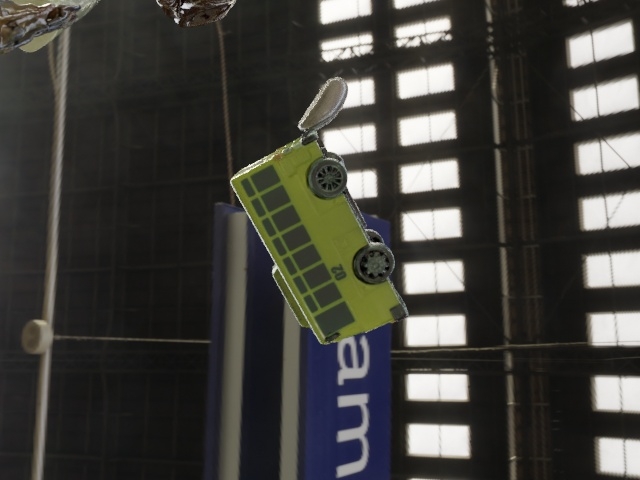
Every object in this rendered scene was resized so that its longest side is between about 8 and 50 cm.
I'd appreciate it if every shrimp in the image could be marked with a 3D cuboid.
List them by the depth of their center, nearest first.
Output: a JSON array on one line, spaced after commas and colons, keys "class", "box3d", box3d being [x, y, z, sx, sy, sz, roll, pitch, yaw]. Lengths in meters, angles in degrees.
[{"class": "shrimp", "box3d": [-0.344, -0.184, 0.651, 0.117, 0.262, 0.066, -13, -71, 35]}]

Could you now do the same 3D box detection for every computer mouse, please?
[{"class": "computer mouse", "box3d": [0.008, -0.193, 1.021, 0.039, 0.066, 0.096, 34, -90, -12]}]

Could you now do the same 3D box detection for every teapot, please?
[{"class": "teapot", "box3d": [-0.340, -0.313, 0.866, 0.077, 0.107, 0.200, -38, -158, 22]}]

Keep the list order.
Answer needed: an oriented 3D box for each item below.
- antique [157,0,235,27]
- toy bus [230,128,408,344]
[{"class": "antique", "box3d": [-0.211, -0.460, 1.263, 0.144, 0.257, 0.121, -8, -81, -2]}, {"class": "toy bus", "box3d": [0.000, 0.000, 0.909, 0.150, 0.128, 0.262, -27, -79, 4]}]
